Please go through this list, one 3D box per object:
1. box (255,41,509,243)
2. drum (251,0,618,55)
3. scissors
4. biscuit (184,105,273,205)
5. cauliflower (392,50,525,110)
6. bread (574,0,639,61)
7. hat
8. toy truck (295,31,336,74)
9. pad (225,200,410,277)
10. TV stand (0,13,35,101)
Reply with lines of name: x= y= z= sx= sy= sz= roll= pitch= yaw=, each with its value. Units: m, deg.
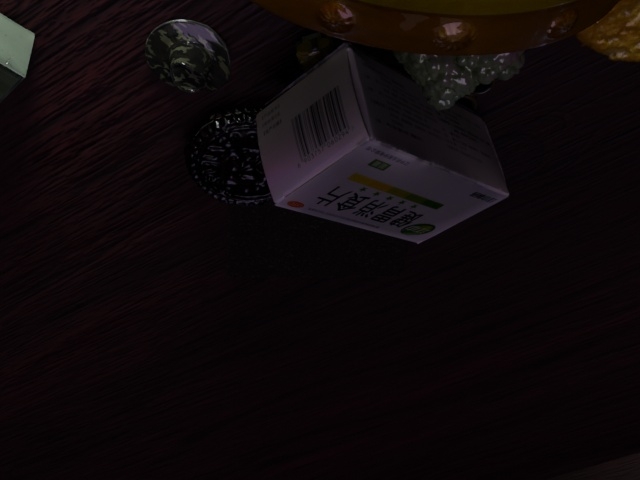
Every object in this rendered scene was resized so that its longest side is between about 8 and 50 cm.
box: x=0.093 y=-0.114 z=1.034 sx=0.173 sy=0.145 sz=0.333 roll=-29 pitch=152 yaw=36
drum: x=0.084 y=-0.355 z=0.591 sx=0.431 sy=0.431 sz=0.214 roll=-1 pitch=141 yaw=-7
scissors: x=0.139 y=-0.232 z=1.061 sx=0.220 sy=0.017 sz=0.088 roll=14 pitch=139 yaw=-23
biscuit: x=-0.105 y=-0.123 z=1.129 sx=0.195 sy=0.053 sz=0.194 roll=-4 pitch=141 yaw=-4
cauliflower: x=0.143 y=-0.289 z=0.854 sx=0.256 sy=0.315 sz=0.239 roll=37 pitch=106 yaw=9
bread: x=0.373 y=-0.330 z=0.873 sx=0.269 sy=0.145 sz=0.268 roll=-1 pitch=142 yaw=-1
hat: x=-0.175 y=-0.228 z=0.992 sx=0.121 sy=0.050 sz=0.121 roll=-2 pitch=139 yaw=-2
toy truck: x=0.002 y=-0.222 z=1.014 sx=0.052 sy=0.062 sz=0.123 roll=-13 pitch=141 yaw=7
pad: x=0.000 y=0.000 z=1.335 sx=0.330 sy=0.004 sz=0.220 roll=1 pitch=140 yaw=-9
TV stand: x=-0.476 y=-0.266 z=0.871 sx=0.083 sy=0.088 sz=0.269 roll=-31 pitch=135 yaw=29
